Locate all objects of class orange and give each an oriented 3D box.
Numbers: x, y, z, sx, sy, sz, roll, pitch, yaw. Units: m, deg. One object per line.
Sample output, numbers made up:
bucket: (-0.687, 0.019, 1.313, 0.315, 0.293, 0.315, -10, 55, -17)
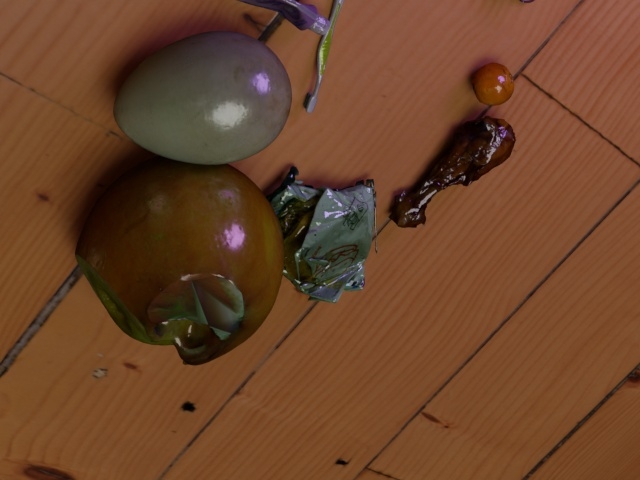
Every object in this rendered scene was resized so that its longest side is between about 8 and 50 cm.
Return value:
orange: (0.327, -0.297, 2.163, 0.084, 0.083, 0.083, -13, 130, -16)

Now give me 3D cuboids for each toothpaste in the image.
toothpaste: (-0.113, -0.414, 1.890, 0.301, 0.048, 0.075, 22, 141, -29)

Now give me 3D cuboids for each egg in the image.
egg: (-0.194, -0.232, 1.882, 0.296, 0.218, 0.218, -7, 129, -3)

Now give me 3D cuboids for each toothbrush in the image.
toothbrush: (0.012, -0.343, 2.016, 0.022, 0.026, 0.263, -2, 127, -31)

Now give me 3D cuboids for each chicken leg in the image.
chicken leg: (0.254, -0.137, 2.261, 0.304, 0.093, 0.113, -40, 115, 18)

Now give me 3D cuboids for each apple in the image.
apple: (-0.239, 0.048, 1.988, 0.374, 0.374, 0.384, 13, 124, -32)

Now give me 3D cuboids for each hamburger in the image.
hamburger: (-0.004, 0.006, 2.199, 0.276, 0.150, 0.260, 6, 121, -28)

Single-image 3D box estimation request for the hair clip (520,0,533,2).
hair clip: (0.368, -0.498, 2.062, 0.138, 0.102, 0.123, 30, 111, -4)
